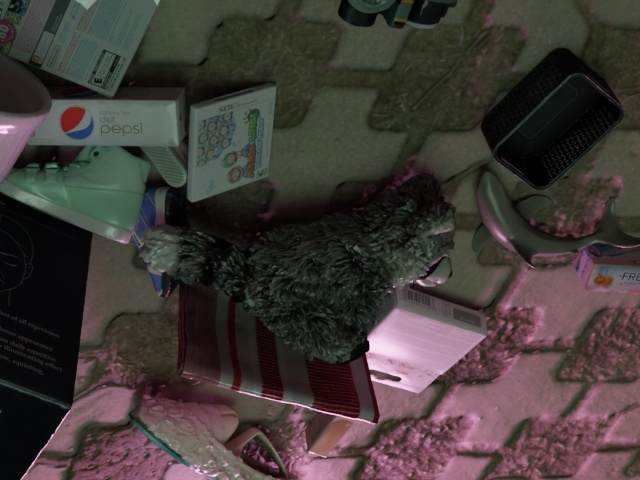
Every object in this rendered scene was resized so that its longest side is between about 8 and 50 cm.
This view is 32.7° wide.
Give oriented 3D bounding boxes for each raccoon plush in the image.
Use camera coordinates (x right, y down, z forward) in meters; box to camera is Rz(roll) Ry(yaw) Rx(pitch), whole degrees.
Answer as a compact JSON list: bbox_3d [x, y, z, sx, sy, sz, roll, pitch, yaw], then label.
[{"bbox_3d":[0.000,0.000,1.605,0.446,0.216,0.299,17,118,-37],"label":"raccoon plush"}]

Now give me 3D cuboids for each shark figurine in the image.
[{"bbox_3d":[0.358,0.003,1.748,0.278,0.116,0.166,14,124,-15],"label":"shark figurine"}]

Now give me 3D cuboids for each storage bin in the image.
[{"bbox_3d":[0.344,-0.180,1.627,0.122,0.084,0.180,32,115,-27],"label":"storage bin"}]

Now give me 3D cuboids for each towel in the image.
[{"bbox_3d":[-0.068,0.168,1.731,0.329,0.237,0.037,17,122,-18],"label":"towel"}]

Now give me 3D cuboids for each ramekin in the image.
[{"bbox_3d":[-0.497,-0.176,1.384,0.277,0.277,0.135,23,109,-22],"label":"ramekin"}]

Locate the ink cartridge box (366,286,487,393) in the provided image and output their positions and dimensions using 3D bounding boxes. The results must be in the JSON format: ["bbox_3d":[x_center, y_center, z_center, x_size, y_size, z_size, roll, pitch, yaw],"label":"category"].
[{"bbox_3d":[0.154,0.176,1.896,0.181,0.056,0.224,18,140,-20],"label":"ink cartridge box"}]

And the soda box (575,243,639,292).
[{"bbox_3d":[0.528,0.049,1.831,0.183,0.063,0.058,4,125,-11],"label":"soda box"}]

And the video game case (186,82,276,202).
[{"bbox_3d":[-0.129,-0.142,1.585,0.143,0.019,0.157,-22,135,-35],"label":"video game case"}]

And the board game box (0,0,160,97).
[{"bbox_3d":[-0.365,-0.346,1.403,0.303,0.097,0.224,21,120,-23],"label":"board game box"}]

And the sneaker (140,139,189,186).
[{"bbox_3d":[-0.227,-0.145,1.604,0.051,0.070,0.134,-28,96,23],"label":"sneaker"}]

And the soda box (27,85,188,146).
[{"bbox_3d":[-0.298,-0.174,1.523,0.216,0.074,0.069,0,113,4],"label":"soda box"}]

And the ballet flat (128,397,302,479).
[{"bbox_3d":[-0.174,0.371,1.955,0.147,0.147,0.409,-31,127,15],"label":"ballet flat"}]

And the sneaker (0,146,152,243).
[{"bbox_3d":[-0.372,-0.108,1.599,0.256,0.094,0.151,21,86,1],"label":"sneaker"}]

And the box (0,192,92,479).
[{"bbox_3d":[-0.509,0.113,1.533,0.294,0.395,0.212,26,120,-23],"label":"box"}]

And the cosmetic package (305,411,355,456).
[{"bbox_3d":[0.019,0.331,1.973,0.041,0.060,0.115,23,122,-22],"label":"cosmetic package"}]

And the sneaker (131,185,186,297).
[{"bbox_3d":[-0.252,-0.002,1.695,0.081,0.080,0.211,12,127,12],"label":"sneaker"}]

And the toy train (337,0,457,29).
[{"bbox_3d":[0.132,-0.420,1.397,0.190,0.142,0.334,4,126,-22],"label":"toy train"}]
